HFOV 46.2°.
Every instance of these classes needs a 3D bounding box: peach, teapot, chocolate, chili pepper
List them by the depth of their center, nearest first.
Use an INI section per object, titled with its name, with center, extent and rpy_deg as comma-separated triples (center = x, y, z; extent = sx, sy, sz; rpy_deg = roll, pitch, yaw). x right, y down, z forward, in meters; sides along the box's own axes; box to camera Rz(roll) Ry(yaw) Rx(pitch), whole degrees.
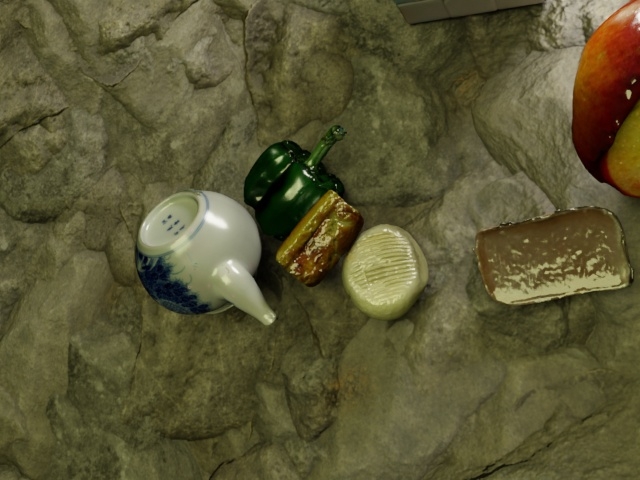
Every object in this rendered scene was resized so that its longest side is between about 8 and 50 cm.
[peach]
center = 0.597, -0.253, 1.185
extent = 0.406, 0.335, 0.310
rpy_deg = -23, 39, 31
[chocolate]
center = 0.412, 0.024, 1.343
extent = 0.261, 0.083, 0.161
rpy_deg = -9, 95, 21
[chili pepper]
center = -0.031, -0.123, 1.507
extent = 0.261, 0.165, 0.174
rpy_deg = -44, 49, 11
[teapot]
center = -0.228, 0.043, 1.510
extent = 0.252, 0.280, 0.424
rpy_deg = -45, 43, -11

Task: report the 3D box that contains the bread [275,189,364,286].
[bread]
center = 0.000, 0.000, 1.417
extent = 0.103, 0.132, 0.172
rpy_deg = 38, 86, 9

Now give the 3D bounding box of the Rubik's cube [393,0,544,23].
[Rubik's cube]
center = 0.261, -0.614, 1.403
extent = 0.291, 0.290, 0.291
rpy_deg = -1, 79, 22

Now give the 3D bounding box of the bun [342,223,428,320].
[bun]
center = 0.125, 0.063, 1.445
extent = 0.164, 0.111, 0.188
rpy_deg = -20, 66, 5
